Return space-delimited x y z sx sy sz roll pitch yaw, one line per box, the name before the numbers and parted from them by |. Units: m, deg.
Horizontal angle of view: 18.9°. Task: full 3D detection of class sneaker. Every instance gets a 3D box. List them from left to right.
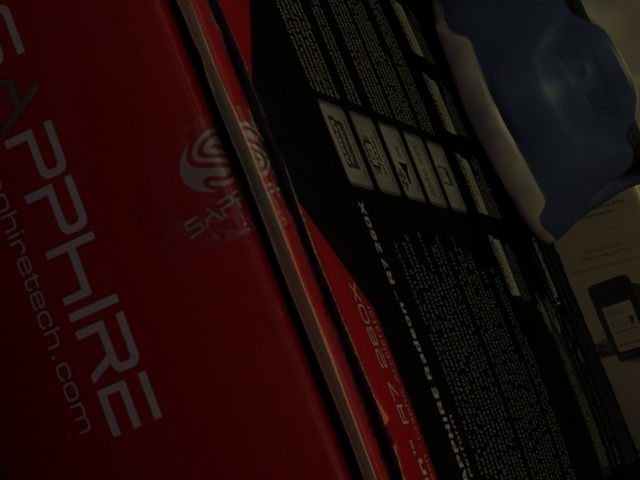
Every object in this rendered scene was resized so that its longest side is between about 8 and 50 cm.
sneaker | 0.160 -0.101 0.768 0.315 0.182 0.127 -62 129 -70

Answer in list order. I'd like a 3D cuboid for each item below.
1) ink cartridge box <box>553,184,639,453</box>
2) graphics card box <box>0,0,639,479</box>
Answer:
ink cartridge box | 0.181 0.023 1.049 0.150 0.063 0.109 65 29 -15
graphics card box | 0.000 0.000 0.592 0.233 0.094 0.371 68 15 7
